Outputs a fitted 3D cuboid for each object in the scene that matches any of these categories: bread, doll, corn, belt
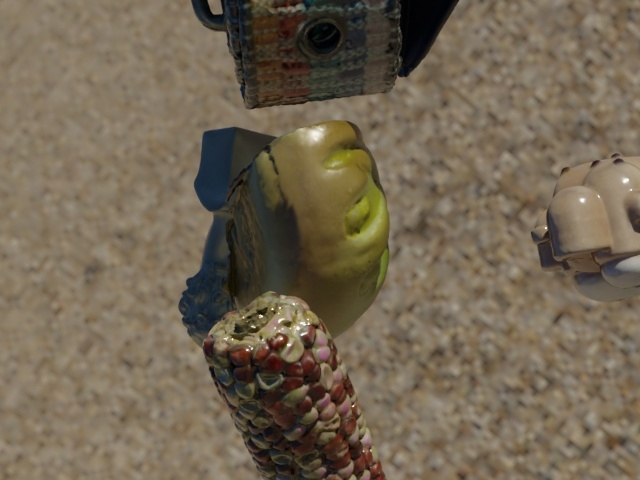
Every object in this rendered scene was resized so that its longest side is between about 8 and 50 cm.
[{"bbox_3d":[0.000,0.012,1.801,0.260,0.158,0.156,116,135,-59],"label":"bread"},{"bbox_3d":[0.311,-0.026,1.531,0.278,0.119,0.154,-13,-7,12],"label":"doll"},{"bbox_3d":[-0.002,0.162,1.347,0.092,0.280,0.092,-18,25,9],"label":"corn"},{"bbox_3d":[-0.033,-0.252,1.475,0.161,0.295,0.207,-9,12,-3],"label":"belt"}]

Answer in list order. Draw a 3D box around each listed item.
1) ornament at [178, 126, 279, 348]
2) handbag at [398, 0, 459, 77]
[{"bbox_3d":[-0.104,0.003,2.235,0.120,0.130,0.285,16,109,52],"label":"ornament"},{"bbox_3d":[0.075,-0.364,1.776,0.329,0.122,0.303,-55,33,23],"label":"handbag"}]
